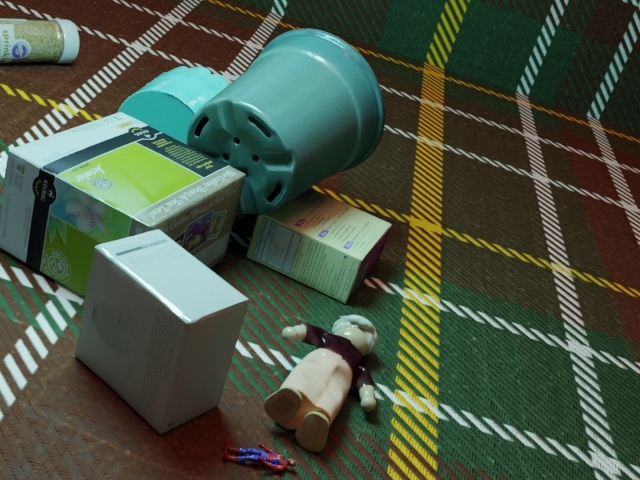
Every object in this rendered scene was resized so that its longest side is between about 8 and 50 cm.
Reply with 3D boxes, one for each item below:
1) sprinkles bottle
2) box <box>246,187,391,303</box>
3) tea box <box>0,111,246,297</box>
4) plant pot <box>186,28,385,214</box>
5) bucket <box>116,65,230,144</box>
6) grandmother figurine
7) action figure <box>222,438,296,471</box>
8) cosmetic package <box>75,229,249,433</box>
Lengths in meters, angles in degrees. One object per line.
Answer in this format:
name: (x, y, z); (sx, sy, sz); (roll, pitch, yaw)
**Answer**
sprinkles bottle: (-0.832, -0.534, 2.377); (0.355, 0.121, 0.121); (-11, 40, -42)
box: (0.000, 0.000, 1.933); (0.243, 0.117, 0.213); (25, 29, 10)
tea box: (-0.376, -0.059, 1.708); (0.323, 0.220, 0.329); (27, 30, 16)
plant pot: (-0.088, -0.235, 1.876); (0.341, 0.341, 0.334); (28, 39, 16)
bucket: (-0.324, -0.251, 2.033); (0.281, 0.281, 0.183); (24, 30, 10)
grandmother figurine: (0.015, 0.225, 1.578); (0.208, 0.104, 0.342); (50, 29, 0)
action figure: (-0.093, 0.337, 1.382); (0.115, 0.030, 0.038); (16, 23, -9)
cosmetic package: (-0.257, 0.141, 1.420); (0.225, 0.224, 0.138); (36, 33, 28)
